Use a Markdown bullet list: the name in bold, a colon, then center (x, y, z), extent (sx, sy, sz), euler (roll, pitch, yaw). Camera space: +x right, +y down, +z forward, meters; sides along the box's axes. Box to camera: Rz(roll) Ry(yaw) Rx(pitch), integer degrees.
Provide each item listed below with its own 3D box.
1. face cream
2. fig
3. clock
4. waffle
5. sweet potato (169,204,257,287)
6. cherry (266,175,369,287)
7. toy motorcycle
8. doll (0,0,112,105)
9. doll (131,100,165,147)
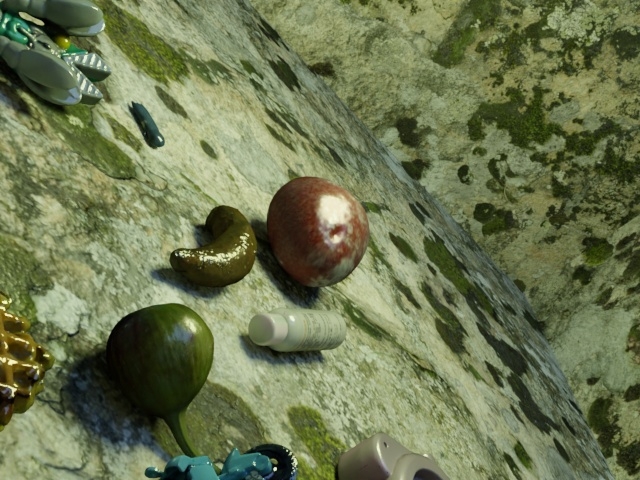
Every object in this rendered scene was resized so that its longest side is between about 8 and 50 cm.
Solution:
- **face cream**: center (-0.042, 0.165, 1.407), extent (0.082, 0.082, 0.269), euler (59, 19, 21)
- **fig**: center (-0.189, 0.203, 0.983), extent (0.149, 0.149, 0.245), euler (-14, 87, -70)
- **clock**: center (0.166, 0.499, 1.231), extent (0.295, 0.113, 0.322), euler (41, 23, -29)
- **waffle**: center (-0.389, 0.094, 0.776), extent (0.238, 0.059, 0.243), euler (46, 17, -7)
- **sweet potato**: center (-0.173, 0.014, 1.356), extent (0.124, 0.098, 0.310), euler (29, 23, -3)
- **cherry**: center (-0.006, -0.023, 1.646), extent (0.236, 0.213, 0.285), euler (21, 48, -15)
- **toy motorcycle**: center (-0.122, 0.329, 0.794), extent (0.272, 0.182, 0.123), euler (-83, 163, -50)
- **doll**: center (-0.458, -0.305, 1.227), extent (0.258, 0.153, 0.195), euler (-4, 84, -40)
- **doll**: center (-0.347, -0.234, 1.520), extent (0.125, 0.027, 0.037), euler (56, 18, 23)
